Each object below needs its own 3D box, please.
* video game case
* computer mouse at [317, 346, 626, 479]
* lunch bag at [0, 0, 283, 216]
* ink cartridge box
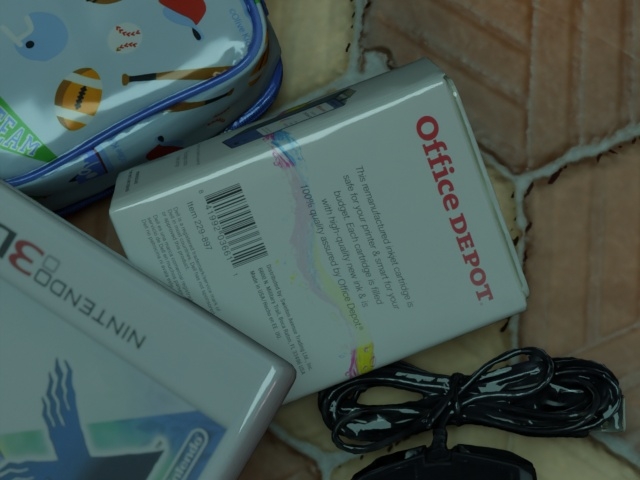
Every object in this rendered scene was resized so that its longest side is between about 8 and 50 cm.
[{"bbox_3d":[-0.217,0.137,0.834,0.300,0.036,0.329,31,90,20],"label":"video game case"},{"bbox_3d":[0.083,0.193,0.851,0.188,0.072,0.272,0,53,10],"label":"computer mouse"},{"bbox_3d":[-0.164,-0.170,0.972,0.243,0.115,0.303,-28,74,-3],"label":"lunch bag"},{"bbox_3d":[0.000,0.000,0.892,0.212,0.093,0.154,-21,106,3],"label":"ink cartridge box"}]
